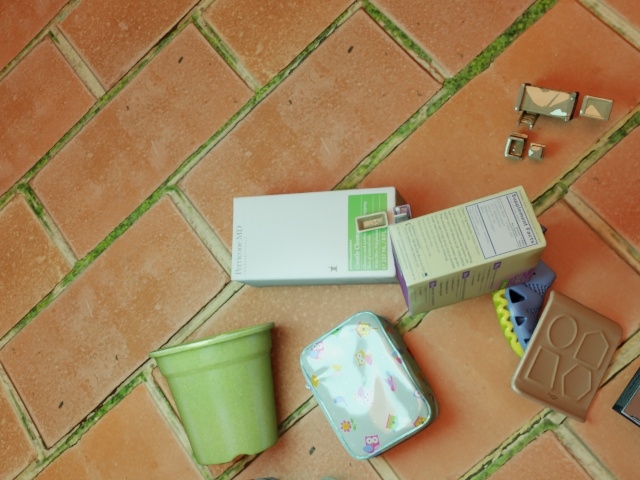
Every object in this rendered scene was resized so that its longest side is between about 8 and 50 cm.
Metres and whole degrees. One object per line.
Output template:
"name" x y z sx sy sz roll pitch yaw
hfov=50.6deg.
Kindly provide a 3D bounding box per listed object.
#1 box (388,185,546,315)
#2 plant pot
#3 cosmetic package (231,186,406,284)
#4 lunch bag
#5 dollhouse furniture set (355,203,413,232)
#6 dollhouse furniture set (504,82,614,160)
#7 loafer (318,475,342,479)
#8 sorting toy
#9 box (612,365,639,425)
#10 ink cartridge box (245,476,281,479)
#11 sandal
"box" 0.258 0.026 1.228 0.243 0.213 0.117 -16 68 4
"plant pot" -0.205 0.329 1.449 0.276 0.276 0.254 -14 86 15
"cosmetic package" 0.000 0.000 1.488 0.365 0.155 0.197 -4 80 16
"lunch bag" 0.094 0.300 1.416 0.224 0.108 0.279 -36 68 14
"dollhouse furniture set" 0.124 -0.026 1.328 0.114 0.081 0.091 -12 78 12
"dollhouse furniture set" 0.500 -0.234 1.421 0.182 0.101 0.161 17 109 21
"loafer" 0.089 0.589 1.365 0.268 0.092 0.102 42 94 26
"sorting toy" 0.470 0.221 1.295 0.193 0.038 0.208 26 84 -20
"box" 0.615 0.300 1.186 0.153 0.207 0.108 35 91 23
"ink cartridge box" -0.090 0.541 1.406 0.109 0.150 0.063 13 79 21
"sandal" 0.405 0.082 1.354 0.138 0.126 0.317 -12 76 12
